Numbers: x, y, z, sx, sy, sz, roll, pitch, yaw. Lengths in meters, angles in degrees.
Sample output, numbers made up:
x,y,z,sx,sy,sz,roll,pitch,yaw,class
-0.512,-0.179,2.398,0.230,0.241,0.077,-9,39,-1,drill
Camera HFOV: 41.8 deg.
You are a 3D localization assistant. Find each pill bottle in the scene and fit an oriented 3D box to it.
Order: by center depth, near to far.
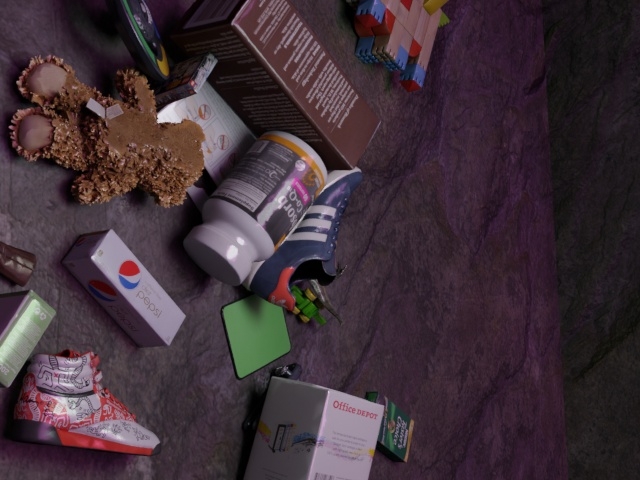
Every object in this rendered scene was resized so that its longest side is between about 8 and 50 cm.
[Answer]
x,y,z,sx,sy,sz,roll,pitch,yaw,class
-0.122,-0.061,1.571,0.278,0.162,0.162,-54,128,-24,pill bottle

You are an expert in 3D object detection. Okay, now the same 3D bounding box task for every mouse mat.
x,y,z,sx,sy,sz,roll,pitch,yaw,class
-0.126,0.181,1.692,0.189,0.007,0.153,-21,100,-54,mouse mat

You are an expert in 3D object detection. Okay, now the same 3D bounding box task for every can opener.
x,y,z,sx,sy,sz,roll,pitch,yaw,class
-0.089,0.313,1.669,0.073,0.059,0.186,56,41,-12,can opener

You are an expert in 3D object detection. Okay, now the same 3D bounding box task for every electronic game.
x,y,z,sx,sy,sz,roll,pitch,yaw,class
-0.311,-0.377,1.420,0.229,0.048,0.229,-21,90,-86,electronic game

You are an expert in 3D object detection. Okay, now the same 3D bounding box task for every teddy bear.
x,y,z,sx,sy,sz,roll,pitch,yaw,class
-0.350,-0.170,1.372,0.338,0.113,0.245,-3,79,-48,teddy bear

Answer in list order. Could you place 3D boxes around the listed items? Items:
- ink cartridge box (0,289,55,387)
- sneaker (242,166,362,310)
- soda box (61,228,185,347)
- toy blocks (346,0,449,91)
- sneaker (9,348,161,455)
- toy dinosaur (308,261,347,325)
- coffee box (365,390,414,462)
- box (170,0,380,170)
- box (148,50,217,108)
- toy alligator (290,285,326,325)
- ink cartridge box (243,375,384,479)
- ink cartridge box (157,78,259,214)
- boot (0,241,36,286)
x,y,z,sx,sy,sz,roll,pitch,yaw,class
-0.462,0.170,1.060,0.056,0.171,0.235,54,43,-35,ink cartridge box
0.000,0.000,1.694,0.350,0.148,0.131,-49,166,-19,sneaker
-0.318,0.081,1.372,0.216,0.073,0.069,56,42,-33,soda box
0.182,-0.559,2.172,0.381,0.190,0.261,32,69,-49,toy blocks
-0.341,0.250,1.291,0.270,0.090,0.145,25,66,-48,sneaker
-0.011,0.056,1.802,0.268,0.064,0.118,55,35,3,toy dinosaur
0.161,0.451,2.022,0.184,0.040,0.113,47,47,-40,coffee box
-0.075,-0.299,1.570,0.381,0.191,0.143,49,61,-35,box
-0.255,-0.281,1.484,0.027,0.137,0.094,51,44,-32,box
-0.047,0.119,1.785,0.190,0.056,0.051,46,6,-39,toy alligator
-0.014,0.397,1.590,0.171,0.168,0.233,27,73,-43,ink cartridge box
-0.165,-0.222,1.685,0.385,0.091,0.308,-48,124,-28,ink cartridge box
-0.464,0.048,1.206,0.114,0.037,0.106,43,52,-49,boot
